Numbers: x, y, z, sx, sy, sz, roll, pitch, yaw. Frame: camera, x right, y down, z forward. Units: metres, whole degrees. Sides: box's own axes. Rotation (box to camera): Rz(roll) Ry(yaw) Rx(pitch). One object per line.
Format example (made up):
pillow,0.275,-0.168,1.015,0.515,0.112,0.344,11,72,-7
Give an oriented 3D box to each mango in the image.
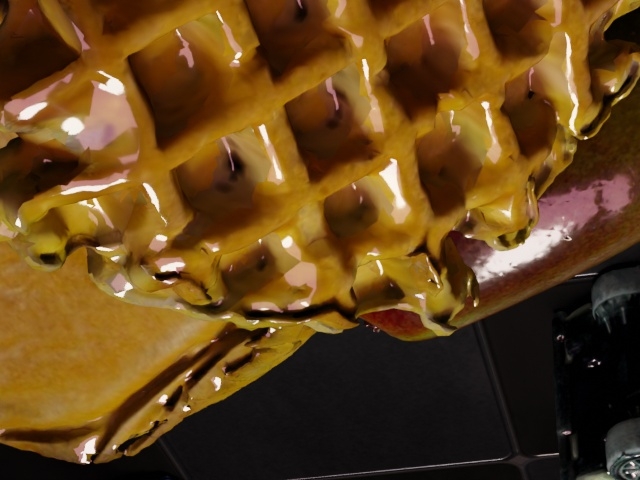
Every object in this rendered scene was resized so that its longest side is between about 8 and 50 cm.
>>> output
mango,0.104,-0.045,0.911,0.267,0.133,0.111,-30,161,20

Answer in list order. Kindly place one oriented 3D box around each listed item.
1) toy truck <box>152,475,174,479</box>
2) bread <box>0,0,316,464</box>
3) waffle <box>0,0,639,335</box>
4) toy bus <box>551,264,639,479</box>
toy truck,-0.140,0.213,1.365,0.063,0.074,0.136,-27,138,36
bread,-0.102,-0.022,0.881,0.253,0.142,0.227,-32,97,30
waffle,0.010,-0.104,0.721,0.325,0.068,0.302,13,104,-38
toy bus,0.285,0.070,1.087,0.164,0.134,0.276,27,140,-34
